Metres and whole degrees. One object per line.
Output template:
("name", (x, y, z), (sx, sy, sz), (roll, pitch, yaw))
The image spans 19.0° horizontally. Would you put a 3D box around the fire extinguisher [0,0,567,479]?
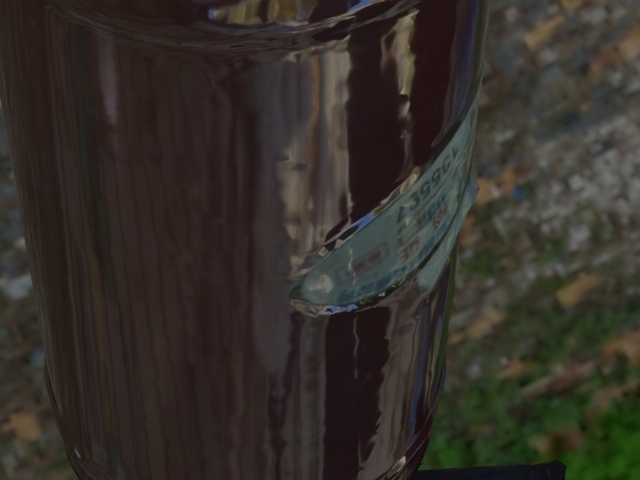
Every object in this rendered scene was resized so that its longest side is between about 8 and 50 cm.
("fire extinguisher", (0.000, 0.000, 0.441), (0.138, 0.102, 0.344), (-2, 143, -1))
